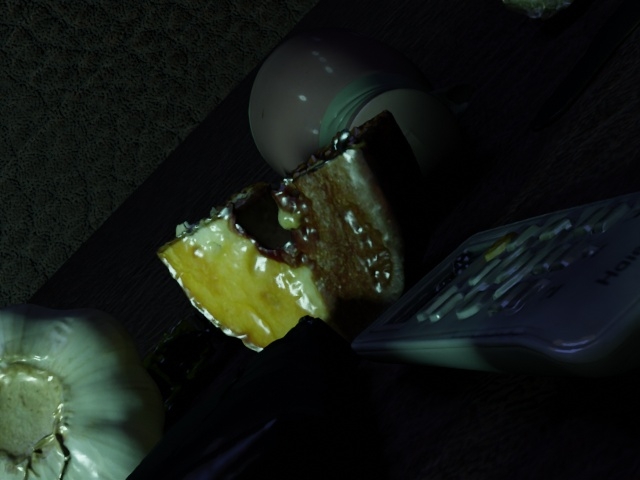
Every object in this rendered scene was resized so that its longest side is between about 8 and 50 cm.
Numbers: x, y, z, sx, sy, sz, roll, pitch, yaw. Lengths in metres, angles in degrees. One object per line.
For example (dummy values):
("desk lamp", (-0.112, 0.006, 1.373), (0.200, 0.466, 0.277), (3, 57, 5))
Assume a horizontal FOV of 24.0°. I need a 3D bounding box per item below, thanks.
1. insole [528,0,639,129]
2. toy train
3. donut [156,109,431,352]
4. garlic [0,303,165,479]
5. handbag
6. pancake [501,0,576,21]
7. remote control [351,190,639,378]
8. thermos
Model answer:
("insole", (0.213, -0.147, 1.118), (0.188, 0.004, 0.064), (-49, 12, -23))
("toy train", (-0.104, 0.086, 1.270), (0.250, 0.053, 0.085), (-47, 6, -14))
("donut", (-0.002, 0.001, 1.025), (0.217, 0.141, 0.085), (-21, 15, 43))
("garlic", (-0.198, 0.161, 1.148), (0.199, 0.199, 0.226), (-47, -20, -14))
("handbag", (-0.080, 0.155, 0.883), (0.247, 0.080, 0.223), (-42, 12, 8))
("pancake", (0.262, -0.287, 1.307), (0.266, 0.057, 0.244), (-51, 14, -32))
("remote control", (0.107, 0.033, 0.760), (0.109, 0.055, 0.313), (-41, 6, -14))
("thermos", (0.025, -0.080, 1.203), (0.176, 0.146, 0.265), (-41, 17, 0))
